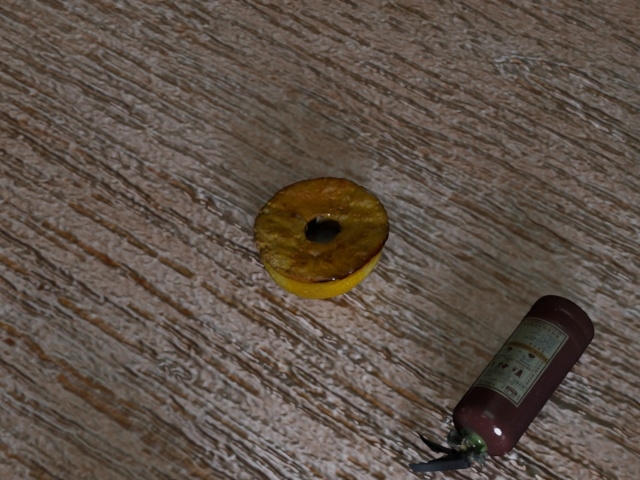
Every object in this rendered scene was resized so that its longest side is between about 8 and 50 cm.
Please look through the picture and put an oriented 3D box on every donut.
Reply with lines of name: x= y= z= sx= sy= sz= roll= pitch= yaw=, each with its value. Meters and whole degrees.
donut: x=0.000 y=0.000 z=1.529 sx=0.151 sy=0.058 sz=0.152 roll=0 pitch=52 yaw=0

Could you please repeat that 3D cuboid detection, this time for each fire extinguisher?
fire extinguisher: x=0.178 y=0.153 z=1.412 sx=0.099 sy=0.071 sz=0.231 roll=12 pitch=50 yaw=45
